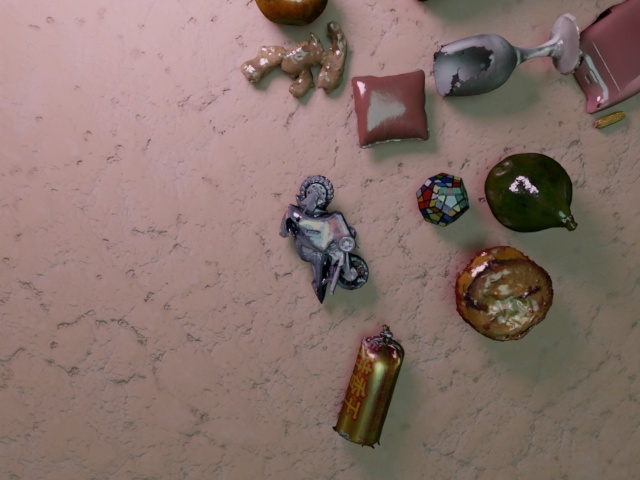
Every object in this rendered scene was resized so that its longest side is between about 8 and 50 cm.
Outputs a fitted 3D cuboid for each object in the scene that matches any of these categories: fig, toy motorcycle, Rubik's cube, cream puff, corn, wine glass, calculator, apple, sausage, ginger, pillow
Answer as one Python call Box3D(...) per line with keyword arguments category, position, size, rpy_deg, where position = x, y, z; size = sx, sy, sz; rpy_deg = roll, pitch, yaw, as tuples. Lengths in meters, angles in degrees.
Box3D(category="fig", position=(0.505, -0.104, 1.058), size=(0.195, 0.245, 0.196), rpy_deg=(-5, 114, -11))
Box3D(category="toy motorcycle", position=(0.000, 0.000, 1.115), size=(0.173, 0.108, 0.308), rpy_deg=(-22, 101, 9))
Box3D(category="Rubik's cube", position=(0.300, -0.100, 1.108), size=(0.132, 0.133, 0.112), rpy_deg=(-1, 123, -3))
Box3D(category="cream puff", position=(0.447, 0.127, 1.130), size=(0.239, 0.164, 0.240), rpy_deg=(-1, 114, -2))
Box3D(category="corn", position=(0.729, -0.305, 1.143), size=(0.083, 0.027, 0.028), rpy_deg=(-23, 113, -2))
Box3D(category="wine glass", position=(0.429, -0.422, 1.054), size=(0.320, 0.143, 0.144), rpy_deg=(-15, 100, 0))
Box3D(category="calculator", position=(0.764, -0.477, 1.108), size=(0.329, 0.048, 0.220), rpy_deg=(-37, 98, 0))
Box3D(category="apple", position=(-0.069, -0.557, 1.000), size=(0.163, 0.147, 0.147), rpy_deg=(-3, 104, -15))
Box3D(category="sausage", position=(0.137, 0.369, 1.166), size=(0.125, 0.117, 0.318), rpy_deg=(21, 100, 33))
Box3D(category="ginger", position=(-0.054, -0.405, 1.064), size=(0.258, 0.065, 0.150), rpy_deg=(-19, 102, -3))
Box3D(category="pillow", position=(0.168, -0.315, 1.083), size=(0.178, 0.075, 0.172), rpy_deg=(-7, 100, -2))
